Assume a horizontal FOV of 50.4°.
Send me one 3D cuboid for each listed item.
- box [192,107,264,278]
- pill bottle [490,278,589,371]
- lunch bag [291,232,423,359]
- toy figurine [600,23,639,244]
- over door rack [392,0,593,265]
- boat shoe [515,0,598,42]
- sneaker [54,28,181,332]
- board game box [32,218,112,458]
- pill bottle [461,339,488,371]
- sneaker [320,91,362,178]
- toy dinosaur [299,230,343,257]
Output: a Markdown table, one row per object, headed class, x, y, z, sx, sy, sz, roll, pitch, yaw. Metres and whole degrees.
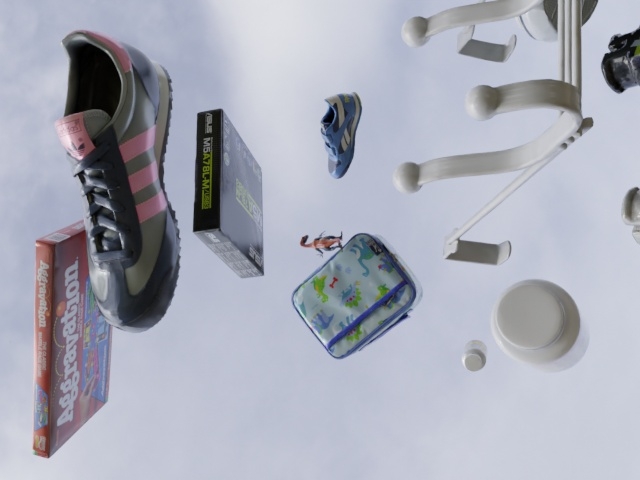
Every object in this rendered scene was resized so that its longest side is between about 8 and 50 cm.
| class | x | y | z | sx | sy | sz | roll | pitch | yaw |
| --- | --- | --- | --- | --- | --- | --- | --- | --- | --- |
| box | -0.127 | -0.061 | 0.974 | 0.045 | 0.190 | 0.184 | -10 | -114 | 10 |
| pill bottle | 0.308 | 0.120 | 0.951 | 0.215 | 0.117 | 0.117 | 29 | -115 | -61 |
| lunch bag | 0.070 | 0.105 | 1.265 | 0.219 | 0.090 | 0.176 | -40 | -106 | 16 |
| toy figurine | 0.346 | -0.094 | 0.545 | 0.210 | 0.148 | 0.213 | -5 | -91 | -39 |
| over door rack | 0.115 | -0.130 | 0.512 | 0.108 | 0.324 | 0.239 | 5 | -105 | 8 |
| boat shoe | 0.198 | -0.245 | 0.597 | 0.083 | 0.076 | 0.226 | 49 | -127 | -28 |
| sneaker | -0.224 | -0.065 | 0.704 | 0.131 | 0.112 | 0.318 | 28 | -128 | -65 |
| board game box | -0.305 | 0.113 | 0.852 | 0.027 | 0.145 | 0.281 | 13 | -71 | 11 |
| pill bottle | 0.276 | 0.208 | 1.216 | 0.043 | 0.083 | 0.043 | 2 | -82 | 16 |
| sneaker | 0.024 | -0.168 | 1.084 | 0.059 | 0.053 | 0.144 | -5 | -62 | -25 |
| toy dinosaur | 0.000 | 0.000 | 1.243 | 0.082 | 0.090 | 0.047 | -2 | -105 | 7 |
